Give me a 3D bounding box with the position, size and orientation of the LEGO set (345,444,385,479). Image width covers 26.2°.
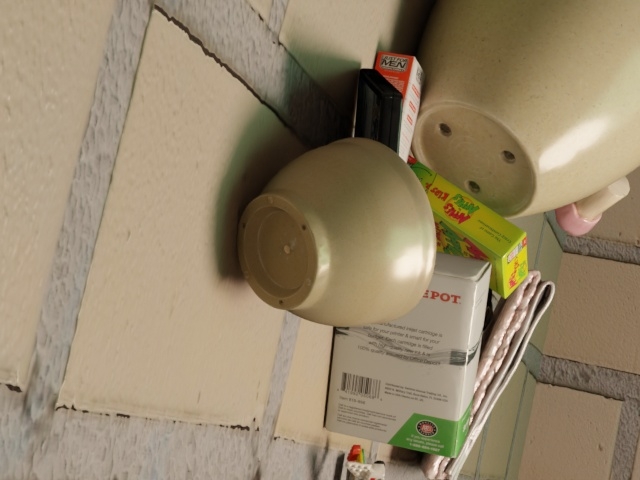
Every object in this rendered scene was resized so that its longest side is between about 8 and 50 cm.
[{"bbox_3d":[0.026,0.317,1.552,0.182,0.060,0.244,-168,-95,-77],"label":"LEGO set"}]

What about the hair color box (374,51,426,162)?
[{"bbox_3d":[0.074,-0.124,1.476,0.072,0.043,0.141,36,67,-73],"label":"hair color box"}]

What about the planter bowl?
[{"bbox_3d":[0.000,0.000,1.142,0.109,0.162,0.162,-12,115,-43],"label":"planter bowl"}]

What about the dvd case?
[{"bbox_3d":[0.049,-0.064,1.303,0.253,0.022,0.180,-102,-163,-78],"label":"dvd case"}]

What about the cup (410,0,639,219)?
[{"bbox_3d":[0.232,-0.162,1.577,0.237,0.331,0.331,-48,148,-33],"label":"cup"}]

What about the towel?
[{"bbox_3d":[0.240,0.200,2.012,0.332,0.053,0.317,-62,175,-3],"label":"towel"}]

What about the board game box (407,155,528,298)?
[{"bbox_3d":[0.150,-0.019,1.557,0.043,0.181,0.092,-44,151,-18],"label":"board game box"}]

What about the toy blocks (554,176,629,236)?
[{"bbox_3d":[0.330,-0.183,2.103,0.289,0.309,0.260,-54,-175,-32],"label":"toy blocks"}]

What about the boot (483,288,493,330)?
[{"bbox_3d":[0.196,0.064,1.959,0.236,0.085,0.179,-46,139,-62],"label":"boot"}]

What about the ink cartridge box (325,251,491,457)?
[{"bbox_3d":[0.097,0.115,1.508,0.087,0.153,0.209,-39,138,-66],"label":"ink cartridge box"}]
